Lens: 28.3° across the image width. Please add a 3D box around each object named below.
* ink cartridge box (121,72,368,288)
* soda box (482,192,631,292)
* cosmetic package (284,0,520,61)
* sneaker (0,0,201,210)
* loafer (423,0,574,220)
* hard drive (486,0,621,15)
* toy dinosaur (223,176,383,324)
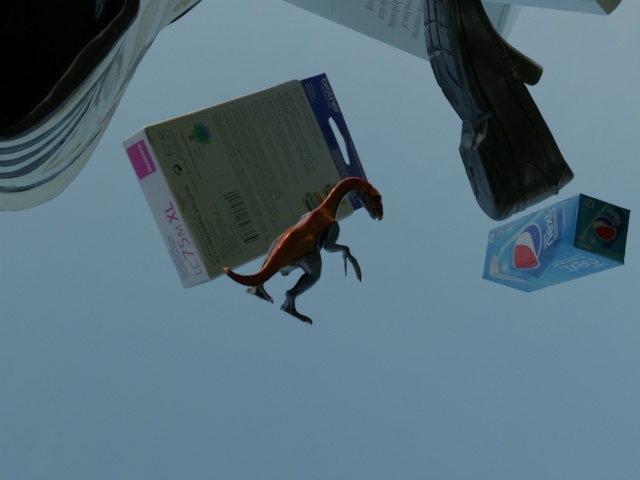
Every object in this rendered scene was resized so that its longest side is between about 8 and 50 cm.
[{"bbox_3d":[-0.075,-0.080,1.514,0.311,0.065,0.186,-25,-87,-43],"label":"ink cartridge box"},{"bbox_3d":[0.274,0.007,1.498,0.071,0.210,0.067,17,-107,-18],"label":"soda box"},{"bbox_3d":[0.110,-0.469,1.579,0.393,0.329,0.327,24,-114,7],"label":"cosmetic package"},{"bbox_3d":[-0.131,-0.236,0.914,0.169,0.257,0.447,27,-105,-14],"label":"sneaker"},{"bbox_3d":[0.110,-0.101,0.803,0.061,0.062,0.170,-20,-75,-7],"label":"loafer"},{"bbox_3d":[0.193,-0.311,1.168,0.040,0.307,0.203,38,-100,-38],"label":"hard drive"},{"bbox_3d":[0.000,0.000,0.645,0.047,0.090,0.082,26,-96,18],"label":"toy dinosaur"}]
